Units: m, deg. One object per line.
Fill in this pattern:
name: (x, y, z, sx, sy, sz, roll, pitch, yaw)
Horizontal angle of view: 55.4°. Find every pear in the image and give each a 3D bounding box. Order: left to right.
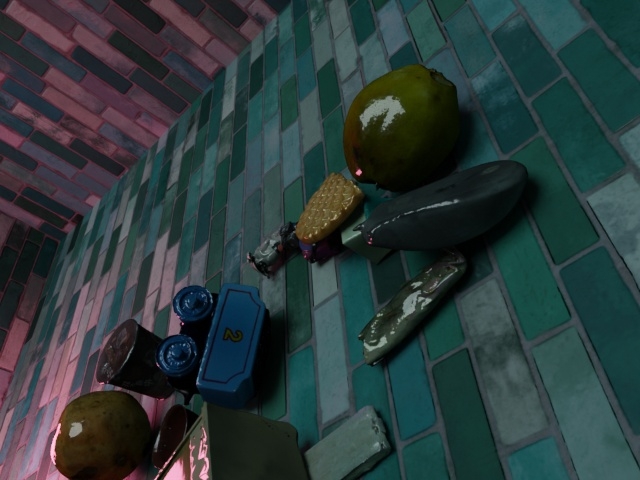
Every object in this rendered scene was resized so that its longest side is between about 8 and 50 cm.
pear: (0.193, -0.270, 1.461, 0.269, 0.269, 0.321, 27, 92, 58)

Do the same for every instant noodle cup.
instant noodle cup: (-0.553, 0.383, 1.903, 0.217, 0.207, 0.217, -32, 39, 31)

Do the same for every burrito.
burrito: (0.188, 0.137, 1.270, 0.309, 0.066, 0.096, -49, 29, 12)

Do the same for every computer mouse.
computer mouse: (0.248, -0.053, 1.256, 0.371, 0.122, 0.188, -18, 15, 14)

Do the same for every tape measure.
tape measure: (0.000, 0.000, 1.642, 0.118, 0.074, 0.125, -26, 47, 40)

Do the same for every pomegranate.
pomegranate: (-0.640, 0.575, 1.788, 0.281, 0.281, 0.281, -34, 38, 31)

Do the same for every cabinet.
cabinet: (-0.195, 0.557, 1.221, 0.318, 0.227, 0.290, -54, 31, 22)

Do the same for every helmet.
helmet: (-0.359, 0.529, 1.605, 0.175, 0.106, 0.155, -56, 33, 6)

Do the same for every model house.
model house: (0.137, -0.038, 1.441, 0.149, 0.127, 0.100, -38, 36, 31)

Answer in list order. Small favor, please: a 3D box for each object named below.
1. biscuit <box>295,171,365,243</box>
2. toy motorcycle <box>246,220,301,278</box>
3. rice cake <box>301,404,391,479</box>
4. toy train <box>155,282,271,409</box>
biscuit: (0.009, -0.082, 1.545, 0.204, 0.040, 0.309, -51, 17, 4)
toy motorcycle: (-0.129, 0.026, 1.769, 0.221, 0.102, 0.150, -32, 26, 33)
rice cake: (0.049, 0.427, 1.218, 0.211, 0.038, 0.124, -46, 33, 15)
toy train: (-0.263, 0.270, 1.557, 0.188, 0.265, 0.300, 93, -174, -57)
